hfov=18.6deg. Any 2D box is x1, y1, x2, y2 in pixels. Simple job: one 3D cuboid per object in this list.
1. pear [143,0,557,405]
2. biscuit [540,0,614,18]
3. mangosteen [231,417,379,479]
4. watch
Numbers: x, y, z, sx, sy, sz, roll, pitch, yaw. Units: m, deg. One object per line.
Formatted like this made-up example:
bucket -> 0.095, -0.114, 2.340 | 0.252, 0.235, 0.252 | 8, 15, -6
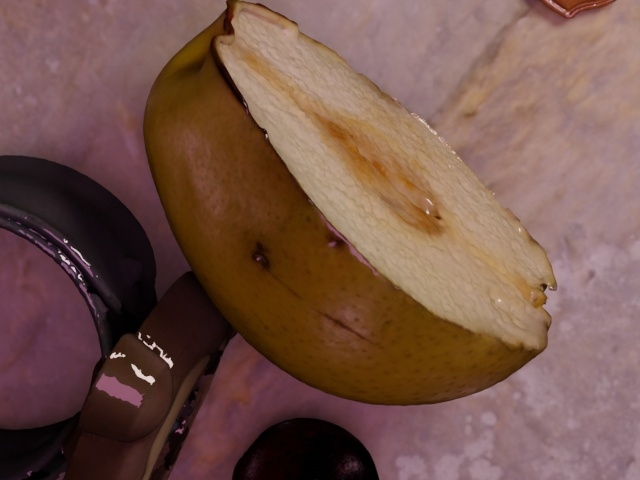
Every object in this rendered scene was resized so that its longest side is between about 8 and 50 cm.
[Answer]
pear -> 0.000, 0.000, 1.633 | 0.386, 0.340, 0.191 | 40, 113, -11
biscuit -> 0.235, -0.264, 1.749 | 0.102, 0.019, 0.130 | 20, 99, -6
mangosteen -> -0.020, 0.234, 1.769 | 0.152, 0.152, 0.153 | -1, 100, -4
watch -> -0.272, 0.113, 1.676 | 0.326, 0.314, 0.335 | 24, 109, 4
